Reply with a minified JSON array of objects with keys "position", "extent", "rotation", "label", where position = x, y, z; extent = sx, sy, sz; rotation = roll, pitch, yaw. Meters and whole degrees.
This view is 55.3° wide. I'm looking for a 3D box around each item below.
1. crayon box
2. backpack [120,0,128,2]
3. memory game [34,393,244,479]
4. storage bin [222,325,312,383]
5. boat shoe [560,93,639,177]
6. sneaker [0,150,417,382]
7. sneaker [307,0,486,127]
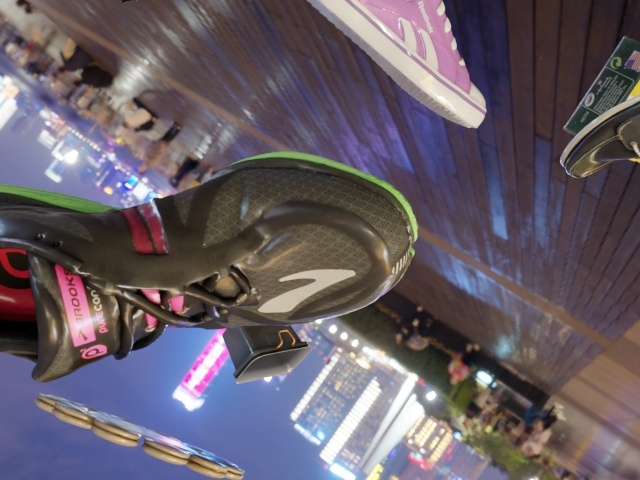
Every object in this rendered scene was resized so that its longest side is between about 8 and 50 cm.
[{"position":[0.652,-0.278,1.273],"extent":[0.319,0.202,0.081],"rotation":[3,-148,-47],"label":"crayon box"},{"position":[-0.335,-0.545,1.172],"extent":[0.182,0.151,0.115],"rotation":[3,168,-3],"label":"backpack"},{"position":[-0.152,0.168,0.519],"extent":[0.186,0.012,0.186],"rotation":[19,161,7],"label":"memory game"},{"position":[-0.094,0.170,1.030],"extent":[0.135,0.098,0.091],"rotation":[-2,-131,-47],"label":"storage bin"},{"position":[0.409,-0.135,0.762],"extent":[0.084,0.079,0.233],"rotation":[11,149,-38],"label":"boat shoe"},{"position":[-0.153,0.041,0.538],"extent":[0.202,0.483,0.185],"rotation":[-90,-8,-62],"label":"sneaker"},{"position":[0.119,-0.260,0.685],"extent":[0.282,0.161,0.102],"rotation":[38,-173,-20],"label":"sneaker"}]
